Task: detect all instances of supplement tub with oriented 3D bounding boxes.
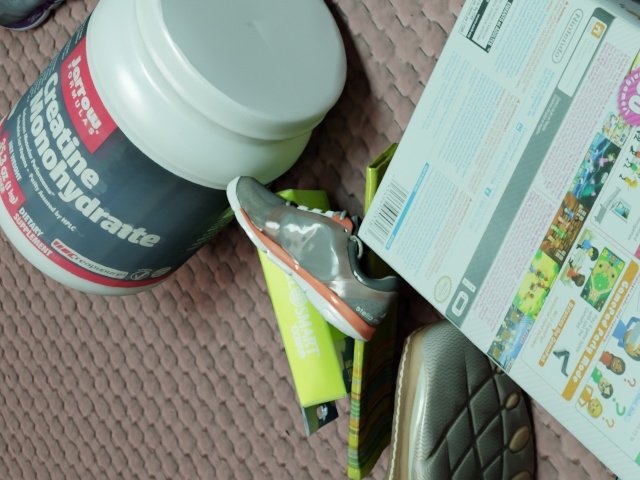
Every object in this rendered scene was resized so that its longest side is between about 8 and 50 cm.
[{"bbox_3d":[-0.124,-0.093,1.267,0.272,0.191,0.191,-41,70,43],"label":"supplement tub"}]

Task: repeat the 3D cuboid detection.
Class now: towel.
[{"bbox_3d":[0.045,0.052,1.200,0.021,0.102,0.237,6,106,12],"label":"towel"}]

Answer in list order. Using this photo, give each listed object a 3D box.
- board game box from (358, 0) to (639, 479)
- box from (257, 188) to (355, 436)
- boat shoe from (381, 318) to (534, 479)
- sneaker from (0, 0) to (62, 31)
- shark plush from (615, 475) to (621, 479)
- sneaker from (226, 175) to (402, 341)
[{"bbox_3d":[0.179,-0.019,0.982,0.303,0.097,0.224,45,119,44],"label":"board game box"},{"bbox_3d":[-0.004,0.051,1.235,0.042,0.109,0.178,-15,88,13],"label":"box"},{"bbox_3d":[0.078,0.213,1.185,0.116,0.123,0.324,9,104,46],"label":"boat shoe"},{"bbox_3d":[-0.255,-0.245,1.432,0.224,0.098,0.083,-35,74,44],"label":"sneaker"},{"bbox_3d":[0.216,0.130,1.049,0.161,0.073,0.067,-50,36,46],"label":"shark plush"},{"bbox_3d":[0.000,0.000,1.138,0.065,0.061,0.158,-47,67,8],"label":"sneaker"}]
